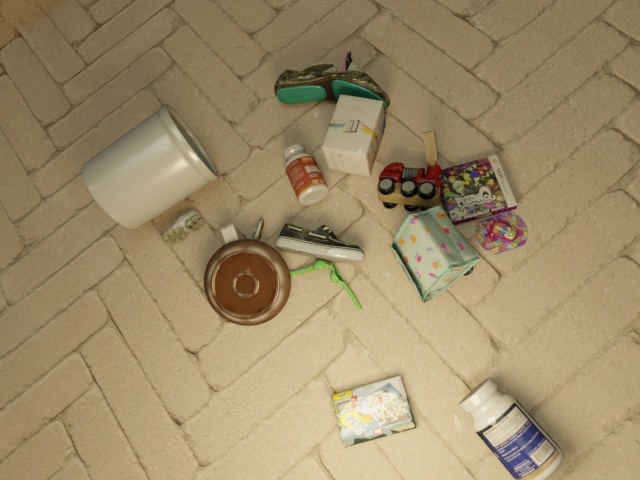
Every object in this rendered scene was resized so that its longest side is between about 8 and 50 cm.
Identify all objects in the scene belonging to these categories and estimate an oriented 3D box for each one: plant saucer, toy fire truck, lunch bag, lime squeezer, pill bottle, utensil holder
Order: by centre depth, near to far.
[{"bbox_3d":[0.533,0.537,1.269,0.153,0.153,0.265,-38,68,-3],"label":"pill bottle"},{"bbox_3d":[0.336,0.056,1.427,0.160,0.262,0.223,-16,64,-28],"label":"lunch bag"},{"bbox_3d":[-0.258,0.150,1.550,0.310,0.050,0.311,0,94,2],"label":"plant saucer"},{"bbox_3d":[0.023,0.133,1.561,0.310,0.059,0.110,24,77,17],"label":"lime squeezer"},{"bbox_3d":[0.328,-0.247,1.577,0.217,0.158,0.246,9,63,24],"label":"toy fire truck"},{"bbox_3d":[-0.062,-0.249,1.673,0.121,0.121,0.216,-25,69,2],"label":"pill bottle"},{"bbox_3d":[-0.637,-0.268,1.695,0.385,0.327,0.327,-34,68,2],"label":"utensil holder"}]

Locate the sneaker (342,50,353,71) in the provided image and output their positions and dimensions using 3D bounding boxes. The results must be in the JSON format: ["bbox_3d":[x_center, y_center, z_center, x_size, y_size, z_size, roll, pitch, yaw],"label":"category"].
[{"bbox_3d":[0.122,-0.723,1.842,0.057,0.047,0.119,8,81,8],"label":"sneaker"}]

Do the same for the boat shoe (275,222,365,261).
[{"bbox_3d":[0.000,0.000,1.575,0.335,0.121,0.119,11,78,17],"label":"boat shoe"}]

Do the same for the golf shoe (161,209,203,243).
[{"bbox_3d":[-0.545,-0.055,1.747,0.176,0.069,0.086,-32,48,-4],"label":"golf shoe"}]

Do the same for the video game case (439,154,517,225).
[{"bbox_3d":[0.539,-0.177,1.570,0.232,0.042,0.210,-14,68,7],"label":"video game case"}]

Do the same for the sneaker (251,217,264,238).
[{"bbox_3d":[-0.239,-0.047,1.688,0.037,0.032,0.083,11,73,14],"label":"sneaker"}]

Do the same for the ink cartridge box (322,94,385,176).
[{"bbox_3d":[0.129,-0.383,1.654,0.168,0.171,0.233,14,75,16],"label":"ink cartridge box"}]

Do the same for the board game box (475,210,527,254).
[{"bbox_3d":[0.615,-0.030,1.509,0.168,0.033,0.133,-19,69,5],"label":"board game box"}]

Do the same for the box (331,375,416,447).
[{"bbox_3d":[0.165,0.536,1.401,0.233,0.044,0.159,-17,69,5],"label":"box"}]

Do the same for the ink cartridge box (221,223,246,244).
[{"bbox_3d":[-0.307,0.006,1.634,0.052,0.122,0.088,-25,68,2],"label":"ink cartridge box"}]

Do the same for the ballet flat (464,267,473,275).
[{"bbox_3d":[0.426,0.042,1.504,0.203,0.074,0.074,38,82,21],"label":"ballet flat"}]

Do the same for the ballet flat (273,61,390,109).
[{"bbox_3d":[0.051,-0.625,1.764,0.482,0.164,0.182,10,68,18],"label":"ballet flat"}]
